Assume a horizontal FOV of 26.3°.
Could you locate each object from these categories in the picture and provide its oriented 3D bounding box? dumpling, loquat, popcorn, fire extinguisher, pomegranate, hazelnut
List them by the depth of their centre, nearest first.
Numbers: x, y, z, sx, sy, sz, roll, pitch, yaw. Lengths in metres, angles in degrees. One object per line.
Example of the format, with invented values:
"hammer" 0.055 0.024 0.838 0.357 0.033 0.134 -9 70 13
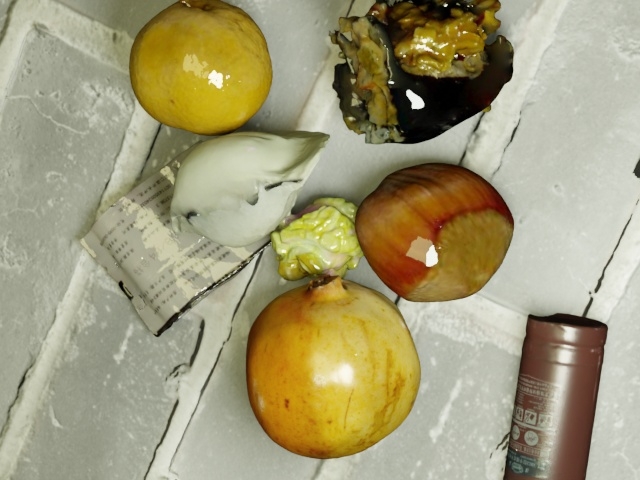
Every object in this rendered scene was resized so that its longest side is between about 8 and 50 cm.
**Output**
"hazelnut" 0.158 -0.007 1.916 0.210 0.210 0.186 -21 111 17
"fire extinguisher" 0.316 0.273 1.917 0.135 0.114 0.337 15 100 57
"pomegranate" 0.020 0.171 1.920 0.264 0.264 0.264 1 94 17
"dumpling" -0.091 -0.091 1.964 0.243 0.227 0.175 12 129 21
"loquat" -0.172 -0.248 1.976 0.208 0.208 0.208 1 94 17
"popcorn" 0.000 0.000 1.984 0.145 0.126 0.126 -6 84 7

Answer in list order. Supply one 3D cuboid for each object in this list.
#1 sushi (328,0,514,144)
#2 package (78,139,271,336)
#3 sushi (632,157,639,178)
"sushi" 0.139 -0.249 1.897 0.213 0.204 0.200 24 133 50
"package" -0.221 0.000 2.083 0.251 0.062 0.204 -40 84 12
"sushi" 0.531 -0.125 1.807 0.192 0.050 0.215 52 132 40
